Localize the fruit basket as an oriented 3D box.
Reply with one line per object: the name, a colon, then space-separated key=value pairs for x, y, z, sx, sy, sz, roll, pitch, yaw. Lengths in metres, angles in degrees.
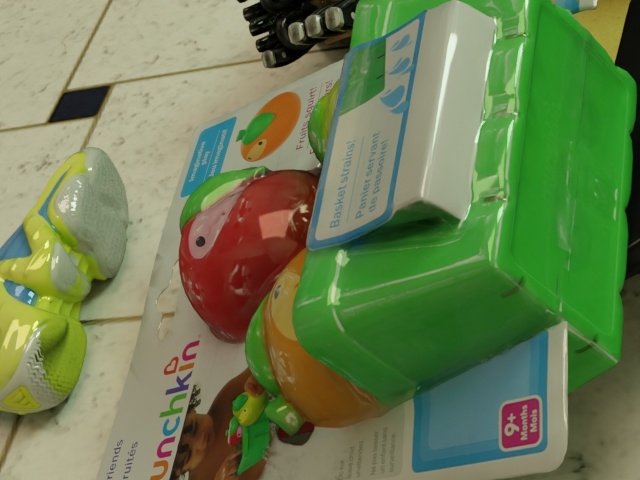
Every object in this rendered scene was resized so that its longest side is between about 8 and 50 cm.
fruit basket: x=0.000 y=0.000 z=0.768 sx=0.353 sy=0.165 sz=0.327 roll=-14 pitch=51 yaw=36

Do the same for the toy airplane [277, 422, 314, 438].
toy airplane: x=0.030 y=0.106 z=0.795 sx=0.151 sy=0.028 sz=0.151 roll=-17 pitch=39 yaw=14

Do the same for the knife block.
knife block: x=0.057 y=-0.227 z=1.072 sx=0.275 sy=0.088 sz=0.242 roll=-25 pitch=12 yaw=-7

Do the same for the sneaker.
sneaker: x=-0.222 y=0.023 z=0.961 sx=0.126 sy=0.091 sz=0.240 roll=-8 pitch=40 yaw=16

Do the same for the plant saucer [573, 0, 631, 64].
plant saucer: x=0.208 y=-0.110 z=0.942 sx=0.333 sy=0.081 sz=0.332 roll=-38 pitch=40 yaw=-22

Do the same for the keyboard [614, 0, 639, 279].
keyboard: x=0.239 y=-0.114 z=0.770 sx=0.201 sy=0.033 sz=0.317 roll=-40 pitch=20 yaw=44
